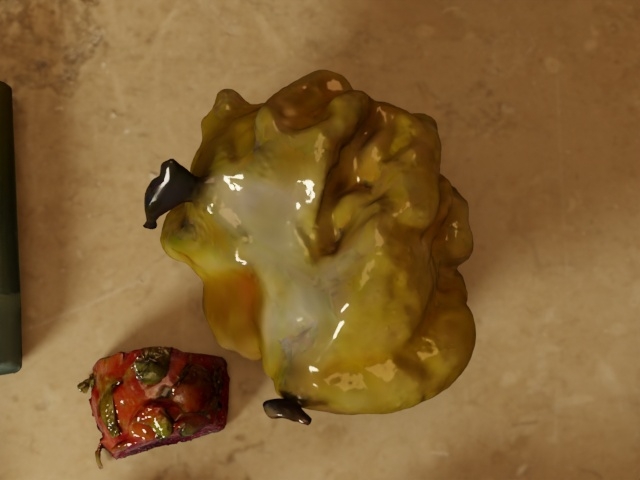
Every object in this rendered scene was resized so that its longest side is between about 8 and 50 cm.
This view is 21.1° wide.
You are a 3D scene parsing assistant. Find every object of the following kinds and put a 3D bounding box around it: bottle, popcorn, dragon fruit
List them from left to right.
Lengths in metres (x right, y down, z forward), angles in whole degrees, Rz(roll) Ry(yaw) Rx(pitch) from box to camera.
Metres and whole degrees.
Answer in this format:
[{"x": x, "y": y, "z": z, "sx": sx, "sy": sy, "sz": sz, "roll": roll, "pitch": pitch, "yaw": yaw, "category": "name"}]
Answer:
[{"x": -0.334, "y": -0.012, "z": 1.659, "sx": 0.082, "sy": 0.082, "sz": 0.286, "roll": -4, "pitch": 79, "yaw": 1, "category": "bottle"}, {"x": -0.159, "y": 0.151, "z": 1.618, "sx": 0.147, "sy": 0.096, "sz": 0.102, "roll": -13, "pitch": 83, "yaw": 1, "category": "dragon fruit"}, {"x": 0.000, "y": 0.000, "z": 1.581, "sx": 0.297, "sy": 0.281, "sz": 0.316, "roll": 1, "pitch": 110, "yaw": 37, "category": "popcorn"}]
